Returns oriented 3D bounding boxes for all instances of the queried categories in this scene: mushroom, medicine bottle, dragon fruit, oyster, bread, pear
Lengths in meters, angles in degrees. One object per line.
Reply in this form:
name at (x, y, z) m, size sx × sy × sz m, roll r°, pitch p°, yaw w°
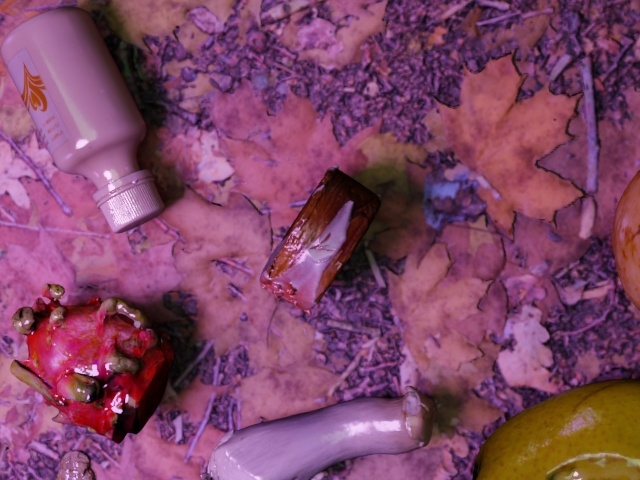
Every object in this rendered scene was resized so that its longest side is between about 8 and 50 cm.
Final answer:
mushroom at (-0.003, 0.231, 1.113) m, size 0.278 × 0.096 × 0.099 m, roll -19°, pitch 91°, yaw 3°
medicine bottle at (-0.260, -0.132, 1.121) m, size 0.114 × 0.114 × 0.252 m, roll -28°, pitch 89°, yaw 7°
dragon fruit at (-0.261, 0.134, 1.104) m, size 0.172 × 0.166 × 0.160 m, roll 19°, pitch 90°, yaw 8°
oyster at (-0.315, 0.296, 1.179) m, size 0.080 × 0.038 × 0.083 m, roll -3°, pitch 93°, yaw 9°
bread at (0.000, 0.000, 1.074) m, size 0.073 × 0.160 × 0.160 m, roll 32°, pitch 95°, yaw -5°
pear at (0.254, 0.276, 1.051) m, size 0.255 × 0.164 × 0.238 m, roll -6°, pitch 93°, yaw 8°

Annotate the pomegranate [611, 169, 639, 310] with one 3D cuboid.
pomegranate at (0.406, -0.011, 1.011) m, size 0.215 × 0.215 × 0.215 m, roll 0°, pitch 92°, yaw 7°
